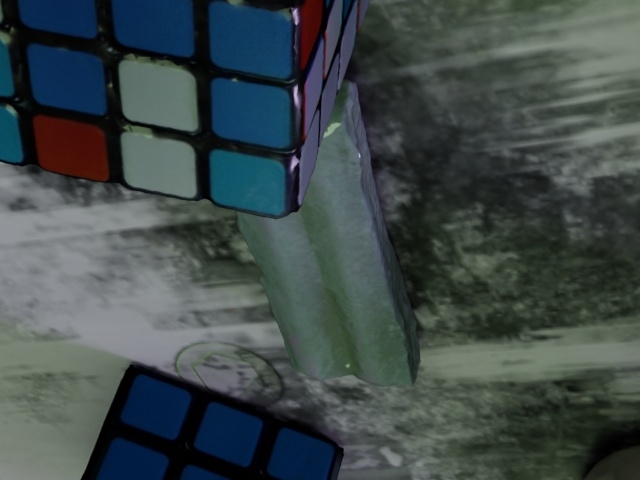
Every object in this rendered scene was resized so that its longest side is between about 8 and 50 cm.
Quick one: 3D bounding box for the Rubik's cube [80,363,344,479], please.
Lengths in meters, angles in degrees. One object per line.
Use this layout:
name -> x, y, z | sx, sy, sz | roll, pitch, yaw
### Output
Rubik's cube -> -0.095, 0.208, 0.986 | 0.162, 0.160, 0.163 | 23, 140, -6

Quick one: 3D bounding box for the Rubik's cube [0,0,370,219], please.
Rubik's cube -> -0.063, -0.124, 0.598 | 0.154, 0.155, 0.151 | 12, 138, 6

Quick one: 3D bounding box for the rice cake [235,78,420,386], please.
rice cake -> 0.000, 0.000, 0.806 | 0.085, 0.040, 0.226 | 1, 138, 18

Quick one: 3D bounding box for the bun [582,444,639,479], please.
bun -> 0.239, 0.204, 0.908 | 0.183, 0.102, 0.183 | 8, 140, 7
